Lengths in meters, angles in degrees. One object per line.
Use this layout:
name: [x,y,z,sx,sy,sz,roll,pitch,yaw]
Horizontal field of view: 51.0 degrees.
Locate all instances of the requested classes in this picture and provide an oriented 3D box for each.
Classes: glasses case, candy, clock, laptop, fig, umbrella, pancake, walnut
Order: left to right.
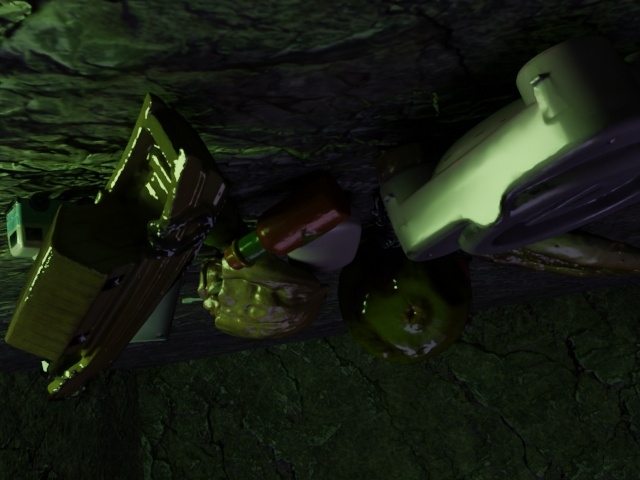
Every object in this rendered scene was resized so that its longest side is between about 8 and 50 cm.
laptop: [-0.327,0.090,1.117,0.188,0.015,0.269,-1,136,-24]
walnut: [-0.100,0.098,1.118,0.204,0.141,0.238,22,168,-20]
glasses case: [0.000,0.000,1.065,0.113,0.075,0.297,-6,168,-3]
umbrella: [0.118,-0.029,1.022,0.080,0.071,0.224,-14,165,5]
fig: [0.149,0.096,1.238,0.239,0.239,0.271,-9,-168,5]
candy: [0.119,-0.090,0.828,0.103,0.043,0.103,-5,166,-1]
pancake: [0.325,0.005,1.070,0.356,0.065,0.356,16,175,2]
clock: [0.258,-0.082,0.717,0.322,0.113,0.295,-9,161,-37]

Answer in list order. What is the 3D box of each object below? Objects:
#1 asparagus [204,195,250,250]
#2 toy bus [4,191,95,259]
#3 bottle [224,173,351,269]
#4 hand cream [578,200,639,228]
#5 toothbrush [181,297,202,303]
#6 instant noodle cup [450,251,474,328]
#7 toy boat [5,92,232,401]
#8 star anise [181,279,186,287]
asparagus: [-0.141,-0.034,0.887,0.067,0.060,0.277,-24,168,-4]
toy bus: [-0.317,-0.013,0.826,0.123,0.074,0.060,3,163,-39]
bottle: [-0.050,-0.016,0.897,0.187,0.069,0.069,-29,159,23]
hand cream: [0.485,-0.085,1.024,0.341,0.077,0.124,-21,161,30]
toothbrush: [-0.239,0.143,1.659,0.204,0.017,0.022,-4,156,-16]
instant noodle cup: [0.228,0.118,1.464,0.258,0.181,0.302,-9,167,-1]
toy boat: [-0.238,0.023,0.721,0.162,0.136,0.445,-14,154,-49]
star anise: [-0.364,0.092,1.234,0.236,0.093,0.229,8,165,-39]
